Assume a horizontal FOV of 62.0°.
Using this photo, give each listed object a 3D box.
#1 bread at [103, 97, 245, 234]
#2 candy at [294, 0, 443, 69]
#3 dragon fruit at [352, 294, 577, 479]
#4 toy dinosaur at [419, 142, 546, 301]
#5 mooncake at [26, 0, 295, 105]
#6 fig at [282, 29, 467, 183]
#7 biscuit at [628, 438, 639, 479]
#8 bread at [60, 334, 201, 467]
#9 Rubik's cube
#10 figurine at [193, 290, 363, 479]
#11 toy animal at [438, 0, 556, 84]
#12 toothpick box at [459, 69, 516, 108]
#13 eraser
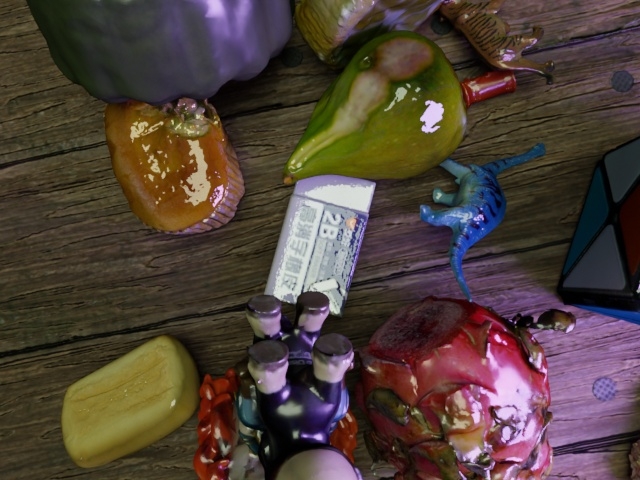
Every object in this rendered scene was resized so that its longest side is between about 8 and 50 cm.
[{"bbox_3d":[-0.221,-0.128,0.806,0.179,0.133,0.250,-18,84,5],"label":"bread"},{"bbox_3d":[0.083,-0.349,0.745,0.260,0.260,0.118,-33,86,0],"label":"candy"},{"bbox_3d":[0.192,0.227,0.708,0.269,0.250,0.291,-34,101,-23],"label":"dragon fruit"},{"bbox_3d":[0.214,-0.055,0.786,0.144,0.076,0.329,19,54,27],"label":"toy dinosaur"},{"bbox_3d":[-0.213,-0.342,0.734,0.357,0.194,0.356,-4,55,5],"label":"mooncake"},{"bbox_3d":[0.061,-0.161,0.758,0.275,0.206,0.206,-32,85,2],"label":"fig"},{"bbox_3d":[0.533,0.331,0.760,0.169,0.082,0.070,11,59,4],"label":"biscuit"},{"bbox_3d":[-0.272,0.238,0.787,0.217,0.098,0.147,-25,58,6],"label":"bread"},{"bbox_3d":[0.504,0.004,0.700,0.248,0.246,0.250,19,87,5],"label":"Rubik's cube"},{"bbox_3d":[-0.041,0.258,0.662,0.241,0.411,0.306,-13,58,-26],"label":"figurine"},{"bbox_3d":[0.266,-0.312,0.814,0.099,0.056,0.241,-22,64,-9],"label":"toy animal"},{"bbox_3d":[0.256,-0.239,0.831,0.083,0.047,0.047,-20,85,1],"label":"toothpick box"},{"bbox_3d":[0.000,0.000,0.815,0.125,0.068,0.210,15,85,3],"label":"eraser"}]
